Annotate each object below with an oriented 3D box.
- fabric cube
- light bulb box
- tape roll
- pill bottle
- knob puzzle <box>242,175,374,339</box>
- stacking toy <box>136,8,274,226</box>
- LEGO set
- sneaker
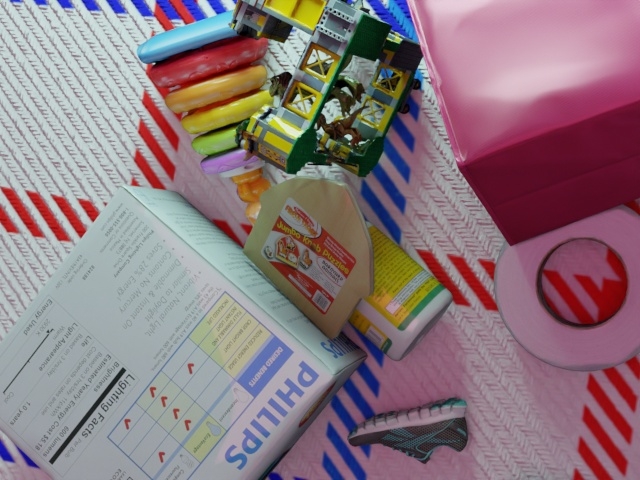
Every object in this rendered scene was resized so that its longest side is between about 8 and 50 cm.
[{"bbox_3d":[0.281,-0.182,1.430,0.258,0.259,0.254,-22,64,14],"label":"fabric cube"},{"bbox_3d":[-0.196,0.176,1.606,0.361,0.225,0.358,41,100,10],"label":"light bulb box"},{"bbox_3d":[0.332,0.053,1.545,0.219,0.072,0.219,0,90,14],"label":"tape roll"},{"bbox_3d":[0.060,0.048,1.593,0.208,0.117,0.117,41,100,11],"label":"pill bottle"},{"bbox_3d":[0.000,0.000,1.516,0.213,0.030,0.213,18,119,35],"label":"knob puzzle"},{"bbox_3d":[-0.117,-0.148,1.639,0.166,0.175,0.301,-16,100,11],"label":"stacking toy"},{"bbox_3d":[-0.023,-0.213,1.520,0.192,0.331,0.255,30,111,20],"label":"LEGO set"},{"bbox_3d":[0.118,0.260,1.610,0.167,0.065,0.076,-14,91,16],"label":"sneaker"}]
